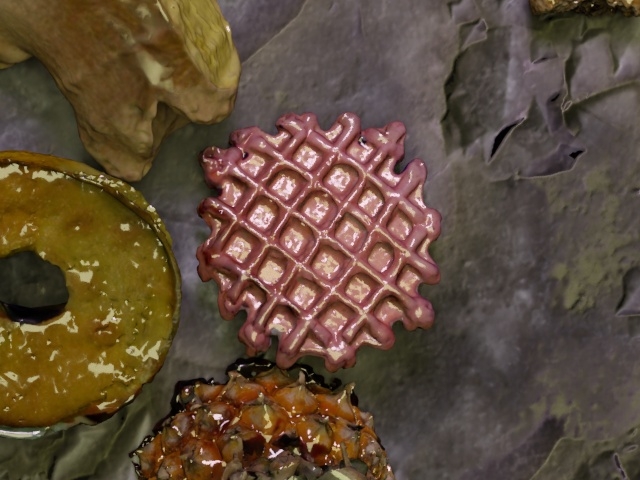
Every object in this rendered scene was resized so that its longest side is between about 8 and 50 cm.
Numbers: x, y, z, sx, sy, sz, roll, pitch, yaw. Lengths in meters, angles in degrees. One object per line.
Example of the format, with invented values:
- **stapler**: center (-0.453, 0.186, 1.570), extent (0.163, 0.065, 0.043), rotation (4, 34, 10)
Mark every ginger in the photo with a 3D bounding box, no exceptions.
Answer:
- **ginger**: center (-0.198, -0.181, 1.593), extent (0.221, 0.130, 0.275), rotation (-15, 103, 11)

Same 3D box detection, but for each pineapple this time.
- **pineapple**: center (-0.033, 0.234, 1.549), extent (0.263, 0.272, 0.262), rotation (0, 91, -7)

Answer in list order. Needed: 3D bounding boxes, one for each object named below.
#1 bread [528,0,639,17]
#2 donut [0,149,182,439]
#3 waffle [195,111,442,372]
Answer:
- **bread**: center (0.240, -0.240, 1.676), extent (0.113, 0.060, 0.082), rotation (4, 92, -9)
- **donut**: center (-0.251, 0.035, 1.587), extent (0.272, 0.107, 0.272), rotation (-1, 109, -3)
- **waffle**: center (0.000, 0.000, 1.641), extent (0.221, 0.055, 0.234), rotation (-6, 81, -8)
